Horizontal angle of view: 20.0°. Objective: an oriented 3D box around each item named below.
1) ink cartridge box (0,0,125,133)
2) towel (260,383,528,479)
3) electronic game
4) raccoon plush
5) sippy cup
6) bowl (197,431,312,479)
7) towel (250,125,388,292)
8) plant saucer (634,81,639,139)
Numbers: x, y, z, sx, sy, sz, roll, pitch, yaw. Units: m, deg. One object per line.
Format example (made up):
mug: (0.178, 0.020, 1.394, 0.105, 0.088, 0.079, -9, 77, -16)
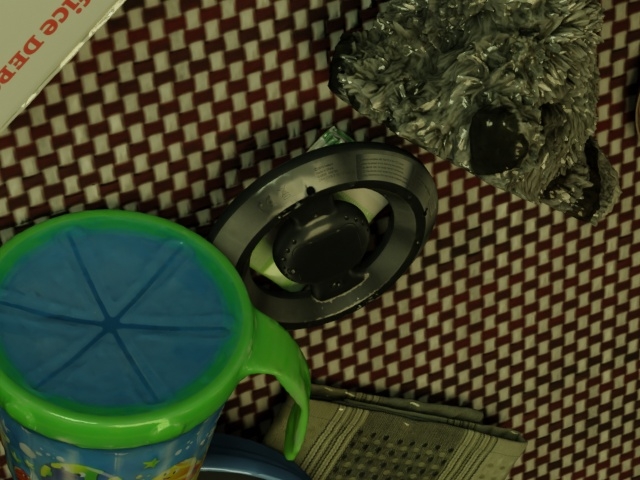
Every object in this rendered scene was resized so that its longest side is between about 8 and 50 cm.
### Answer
ink cartridge box: (-0.283, -0.222, 1.268, 0.197, 0.114, 0.273, -45, 132, 9)
towel: (0.024, 0.287, 1.892, 0.312, 0.056, 0.324, 16, 118, -33)
electronic game: (0.000, 0.000, 1.616, 0.229, 0.048, 0.229, -18, 142, -14)
raccoon plush: (0.184, -0.203, 1.552, 0.299, 0.216, 0.446, -62, 159, 6)
sippy cup: (-0.181, 0.131, 1.542, 0.240, 0.305, 0.224, -40, 154, -35)
bowl: (-0.156, 0.345, 1.774, 0.391, 0.077, 0.391, -8, 127, -11)
towel: (-0.004, -0.022, 1.643, 0.152, 0.023, 0.113, -46, 132, 11)
plant saucer: (0.369, -0.152, 1.743, 0.168, 0.029, 0.168, -14, 130, -18)
